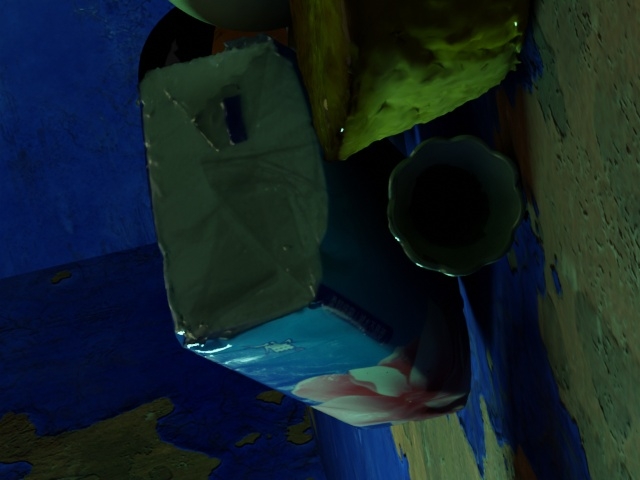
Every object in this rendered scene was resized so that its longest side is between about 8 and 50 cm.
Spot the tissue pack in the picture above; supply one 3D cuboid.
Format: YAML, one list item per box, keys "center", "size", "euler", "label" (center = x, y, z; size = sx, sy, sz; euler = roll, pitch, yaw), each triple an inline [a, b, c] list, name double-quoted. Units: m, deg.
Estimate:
- center: [0.000, 0.000, 1.172]
  size: [0.269, 0.137, 0.209]
  euler: [35, -142, -57]
  label: "tissue pack"

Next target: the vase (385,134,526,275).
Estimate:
- center: [0.074, -0.021, 1.037]
  size: [0.148, 0.081, 0.081]
  euler: [-178, 75, -88]
  label: "vase"

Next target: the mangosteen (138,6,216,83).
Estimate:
- center: [-0.076, -0.165, 1.734]
  size: [0.216, 0.216, 0.216]
  euler: [167, 90, -85]
  label: "mangosteen"

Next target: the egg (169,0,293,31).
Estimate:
- center: [-0.048, -0.249, 1.164]
  size: [0.242, 0.186, 0.186]
  euler: [-93, -4, -45]
  label: "egg"

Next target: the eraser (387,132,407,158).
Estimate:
- center: [0.024, -0.039, 1.414]
  size: [0.225, 0.036, 0.082]
  euler: [118, 148, -54]
  label: "eraser"

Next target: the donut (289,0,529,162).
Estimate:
- center: [0.030, -0.190, 0.893]
  size: [0.303, 0.110, 0.303]
  euler: [169, 90, -86]
  label: "donut"

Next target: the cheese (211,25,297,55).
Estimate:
- center: [-0.029, -0.169, 1.468]
  size: [0.217, 0.129, 0.329]
  euler: [-90, 5, -56]
  label: "cheese"
